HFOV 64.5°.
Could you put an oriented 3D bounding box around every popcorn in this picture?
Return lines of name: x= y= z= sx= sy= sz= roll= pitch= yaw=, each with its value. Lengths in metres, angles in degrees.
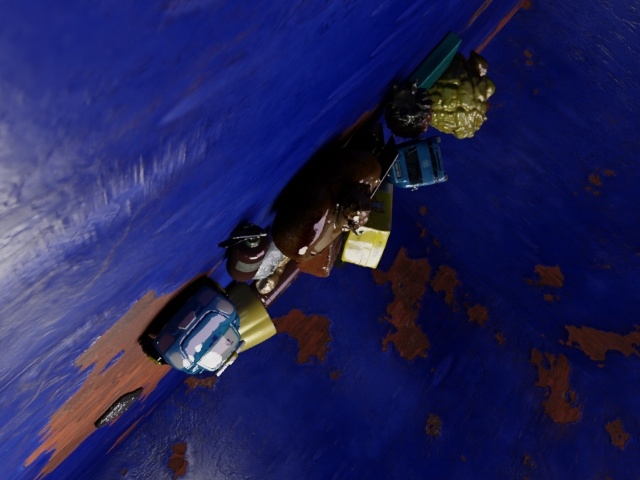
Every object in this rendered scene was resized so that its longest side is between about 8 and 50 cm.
popcorn: x=0.420 y=-0.449 z=1.582 sx=0.270 sy=0.224 sz=0.258 roll=112 pitch=3 yaw=-59

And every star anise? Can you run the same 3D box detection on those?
star anise: x=0.112 y=-0.229 z=1.347 sx=0.197 sy=0.073 sz=0.212 roll=-55 pitch=175 yaw=-15

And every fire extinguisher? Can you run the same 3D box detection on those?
fire extinguisher: x=-0.181 y=0.163 z=1.975 sx=0.337 sy=0.114 sz=0.135 roll=-47 pitch=-167 yaw=-20
fire extinguisher: x=-0.153 y=0.022 z=0.983 sx=0.099 sy=0.071 sz=0.231 roll=-17 pitch=166 yaw=-18

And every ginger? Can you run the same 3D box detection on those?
ginger: x=-0.088 y=-0.002 z=1.430 sx=0.148 sy=0.081 sz=0.334 roll=98 pitch=18 yaw=-49

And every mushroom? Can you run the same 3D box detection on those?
mushroom: x=0.014 y=-0.081 z=1.111 sx=0.297 sy=0.163 sz=0.278 roll=-48 pitch=-173 yaw=-17

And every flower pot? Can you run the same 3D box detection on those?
flower pot: x=-0.252 y=0.242 z=1.472 sx=0.179 sy=0.195 sz=0.195 roll=-33 pitch=172 yaw=-21

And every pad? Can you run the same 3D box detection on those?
pad: x=0.144 y=-0.174 z=1.268 sx=0.164 sy=0.004 sz=0.243 roll=-58 pitch=-172 yaw=22

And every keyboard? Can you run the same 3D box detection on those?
keyboard: x=-0.570 y=0.476 z=1.453 sx=0.106 sy=0.016 sz=0.262 roll=-47 pitch=177 yaw=-12

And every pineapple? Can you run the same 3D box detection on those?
pineapple: x=0.209 y=-0.310 z=1.202 sx=0.128 sy=0.128 sz=0.248 roll=-48 pitch=176 yaw=10

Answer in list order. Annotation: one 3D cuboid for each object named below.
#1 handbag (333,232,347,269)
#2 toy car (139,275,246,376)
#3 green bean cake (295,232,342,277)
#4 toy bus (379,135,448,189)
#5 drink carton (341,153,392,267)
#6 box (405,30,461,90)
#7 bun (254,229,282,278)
handbag: x=0.041 y=-0.030 z=1.740 sx=0.169 sy=0.215 sz=0.155 roll=-50 pitch=171 yaw=-29
toy car: x=-0.248 y=0.204 z=1.079 sx=0.198 sy=0.166 sz=0.314 roll=-50 pitch=178 yaw=-18
green bean cake: x=0.000 y=0.000 z=1.383 sx=0.233 sy=0.097 sz=0.199 roll=101 pitch=12 yaw=-45
toy bus: x=0.235 y=-0.200 z=1.316 sx=0.134 sy=0.114 sz=0.246 roll=-13 pitch=-169 yaw=-1
drink carton: x=0.141 y=-0.103 z=1.473 sx=0.155 sy=0.111 sz=0.351 roll=105 pitch=-4 yaw=-46
box: x=0.290 y=-0.447 z=1.359 sx=0.161 sy=0.042 sz=0.226 roll=-47 pitch=177 yaw=5
bun: x=-0.137 y=0.040 z=1.252 sx=0.141 sy=0.083 sz=0.141 roll=-50 pitch=179 yaw=-2
